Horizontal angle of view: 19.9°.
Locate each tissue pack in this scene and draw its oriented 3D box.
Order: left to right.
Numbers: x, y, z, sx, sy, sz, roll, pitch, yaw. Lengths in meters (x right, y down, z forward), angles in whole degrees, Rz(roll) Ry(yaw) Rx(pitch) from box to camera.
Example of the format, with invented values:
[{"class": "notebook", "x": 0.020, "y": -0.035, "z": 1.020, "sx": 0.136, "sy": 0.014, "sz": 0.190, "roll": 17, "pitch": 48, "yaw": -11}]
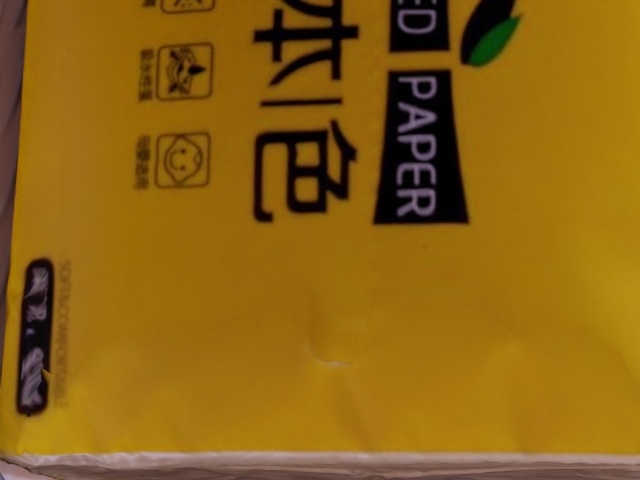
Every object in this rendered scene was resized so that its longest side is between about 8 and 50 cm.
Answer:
[{"class": "tissue pack", "x": 0.031, "y": -0.080, "z": 0.785, "sx": 0.228, "sy": 0.293, "sz": 0.382, "roll": 55, "pitch": 35, "yaw": -72}]

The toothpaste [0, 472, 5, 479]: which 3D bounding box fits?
[{"class": "toothpaste", "x": -0.113, "y": 0.165, "z": 0.726, "sx": 0.069, "sy": 0.047, "sz": 0.268, "roll": -53, "pitch": 136, "yaw": -39}]
